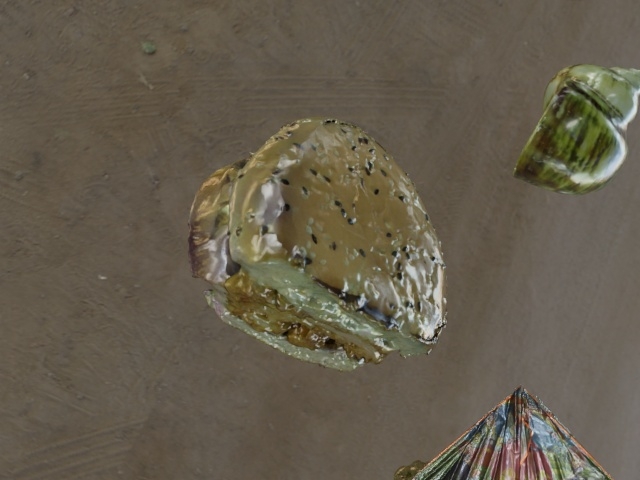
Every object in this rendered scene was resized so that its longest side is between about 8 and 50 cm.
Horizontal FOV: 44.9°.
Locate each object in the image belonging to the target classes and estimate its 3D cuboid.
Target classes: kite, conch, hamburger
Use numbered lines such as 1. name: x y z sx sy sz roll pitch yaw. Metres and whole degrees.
1. kite: 0.222 0.244 0.827 0.014 0.241 0.184 72 30 -59
2. conch: 0.329 -0.143 0.972 0.182 0.124 0.187 -72 160 -2
3. hamburger: 0.000 0.000 0.936 0.318 0.195 0.277 28 50 -35

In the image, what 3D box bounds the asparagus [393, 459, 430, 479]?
1. asparagus: 0.139 0.408 1.236 0.080 0.287 0.080 5 56 -7
